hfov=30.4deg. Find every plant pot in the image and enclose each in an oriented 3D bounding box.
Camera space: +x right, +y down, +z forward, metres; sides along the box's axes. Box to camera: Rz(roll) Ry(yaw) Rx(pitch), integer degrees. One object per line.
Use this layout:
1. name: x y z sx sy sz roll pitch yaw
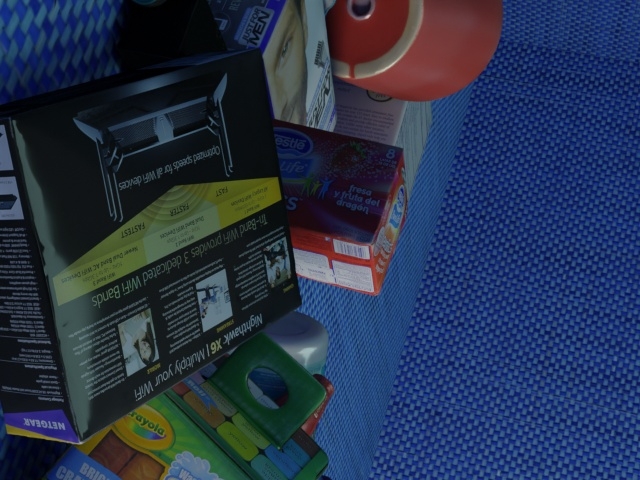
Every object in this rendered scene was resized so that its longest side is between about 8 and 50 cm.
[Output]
1. plant pot: 0.096 -0.328 1.666 0.243 0.275 0.275 -18 119 -64

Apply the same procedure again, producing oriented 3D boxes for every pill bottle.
1. pill bottle: -0.075 0.237 1.642 0.146 0.146 0.264 -44 144 -68

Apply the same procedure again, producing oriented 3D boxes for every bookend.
1. bookend: -0.153 -0.144 1.116 0.156 0.072 0.157 67 37 -67

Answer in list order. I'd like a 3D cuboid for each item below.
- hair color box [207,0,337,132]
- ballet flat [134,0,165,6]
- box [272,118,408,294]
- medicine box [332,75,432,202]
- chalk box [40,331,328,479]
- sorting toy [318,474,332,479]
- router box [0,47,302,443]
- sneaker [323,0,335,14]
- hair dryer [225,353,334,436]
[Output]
1. hair color box: -0.064 -0.185 1.399 0.339 0.110 0.185 78 28 -58
2. ballet flat: -0.139 -0.310 1.036 0.074 0.074 0.203 -53 150 -62
3. box: -0.044 -0.046 1.261 0.128 0.257 0.123 77 30 -62
4. medicine box: 0.081 -0.175 1.941 0.263 0.149 0.289 78 27 -62
5. chalk box: -0.121 0.216 1.077 0.289 0.180 0.179 -49 172 12
6. sorting toy: -0.123 0.393 1.507 0.365 0.127 0.126 -38 119 -31
7. router box: -0.143 -0.012 0.954 0.309 0.081 0.243 -28 114 -54
8. sneaker: -0.031 -0.315 1.481 0.229 0.092 0.087 131 -28 -75
9. hair dryer: -0.088 0.215 1.462 0.293 0.080 0.224 -1 106 -48
